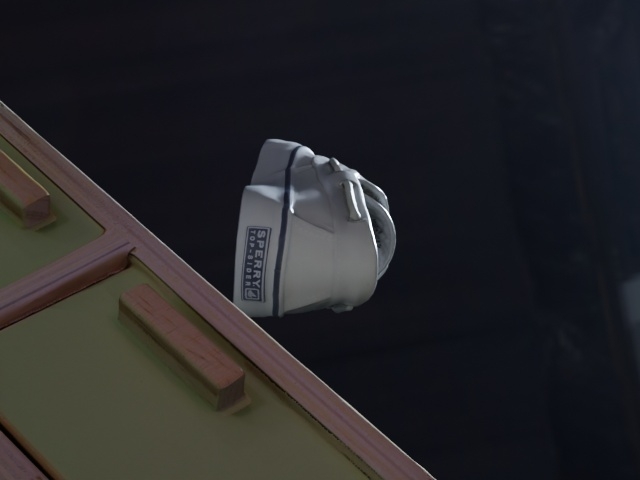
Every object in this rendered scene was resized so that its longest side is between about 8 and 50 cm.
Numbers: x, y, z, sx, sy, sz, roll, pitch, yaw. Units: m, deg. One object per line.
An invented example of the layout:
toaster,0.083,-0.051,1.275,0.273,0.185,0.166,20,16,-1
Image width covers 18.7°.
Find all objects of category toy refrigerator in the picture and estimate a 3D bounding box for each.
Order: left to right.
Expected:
toy refrigerator,-0.075,0.060,0.611,0.269,0.102,0.094,39,-38,32

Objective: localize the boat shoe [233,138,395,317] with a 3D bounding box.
boat shoe,0.000,0.000,1.098,0.258,0.084,0.095,-80,174,-76
